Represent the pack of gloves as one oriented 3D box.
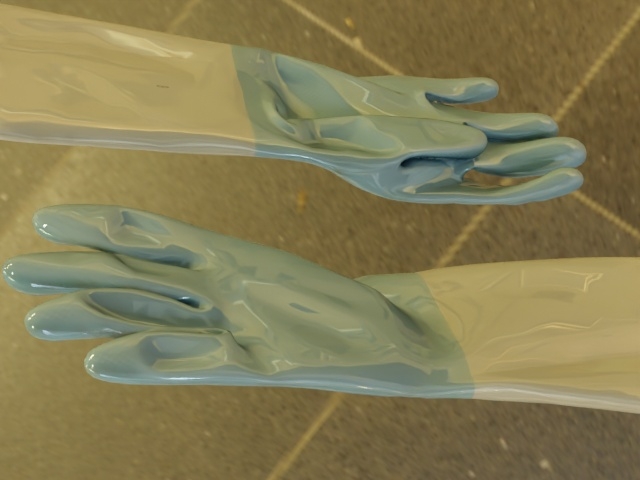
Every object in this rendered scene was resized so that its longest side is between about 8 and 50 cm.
[{"bbox_3d":[0.000,0.000,0.572,0.232,0.046,0.195,6,34,-18],"label":"pack of gloves"}]
